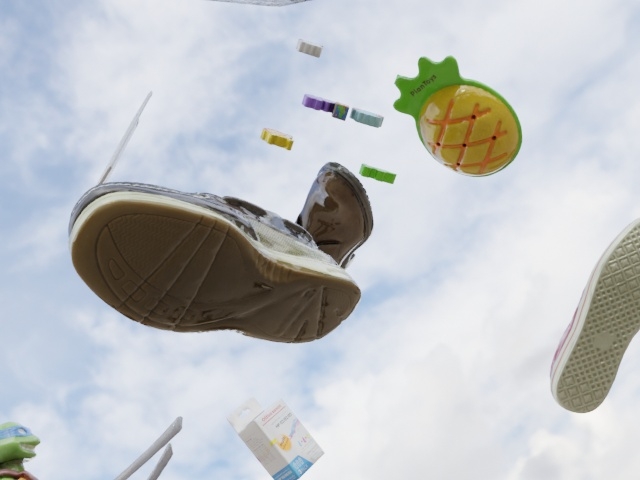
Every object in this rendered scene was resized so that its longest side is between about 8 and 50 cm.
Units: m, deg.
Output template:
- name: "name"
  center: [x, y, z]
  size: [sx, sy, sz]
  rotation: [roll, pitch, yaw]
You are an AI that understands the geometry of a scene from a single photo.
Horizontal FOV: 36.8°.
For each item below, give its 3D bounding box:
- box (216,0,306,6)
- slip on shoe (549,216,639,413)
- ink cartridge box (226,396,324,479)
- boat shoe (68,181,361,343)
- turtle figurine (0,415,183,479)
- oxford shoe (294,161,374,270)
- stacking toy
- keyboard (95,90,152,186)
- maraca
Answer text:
- name: "box"
  center: [-0.068, -0.335, 1.122]
  size: [0.257, 0.079, 0.322]
  rotation: [-1, 7, 41]
- name: "slip on shoe"
  center: [0.446, 0.107, 1.480]
  size: [0.331, 0.123, 0.101]
  rotation: [-64, 2, 4]
- name: "ink cartridge box"
  center: [-0.089, 0.387, 1.907]
  size: [0.061, 0.181, 0.104]
  rotation: [-43, -5, 35]
- name: "boat shoe"
  center: [-0.045, 0.007, 0.401]
  size: [0.056, 0.049, 0.152]
  rotation: [-48, -39, 13]
- name: "turtle figurine"
  center: [-0.225, 0.303, 0.915]
  size: [0.275, 0.266, 0.198]
  rotation: [10, -23, -33]
- name: "oxford shoe"
  center: [0.000, 0.000, 1.091]
  size: [0.096, 0.083, 0.227]
  rotation: [-41, -20, -30]
- name: "stacking toy"
  center: [0.036, -0.200, 1.490]
  size: [0.221, 0.052, 0.166]
  rotation: [18, -75, -6]
- name: "keyboard"
  center: [-0.291, -0.142, 1.409]
  size: [0.014, 0.256, 0.072]
  rotation: [26, -59, -11]
- name: "maraca"
  center: [0.177, -0.158, 1.240]
  size: [0.186, 0.099, 0.127]
  rotation: [42, -59, -14]
